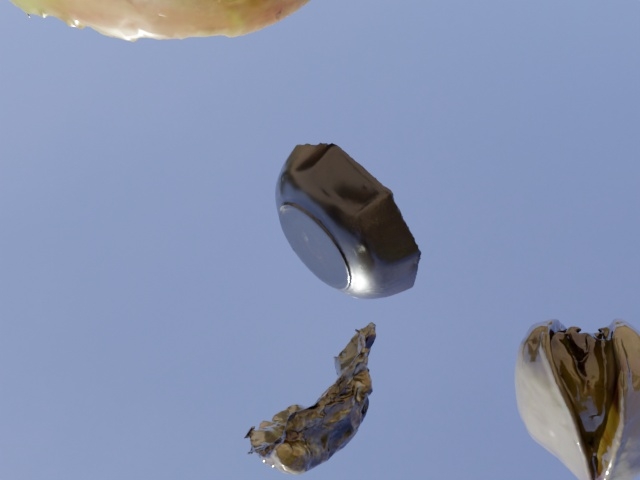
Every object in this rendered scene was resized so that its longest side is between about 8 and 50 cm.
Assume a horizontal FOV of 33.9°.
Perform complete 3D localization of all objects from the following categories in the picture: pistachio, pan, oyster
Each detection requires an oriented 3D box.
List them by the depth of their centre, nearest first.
[{"bbox_3d":[0.001,0.112,0.679,0.051,0.103,0.148,46,-146,9],"label":"oyster"},{"bbox_3d":[0.011,0.011,0.801,0.048,0.202,0.128,-37,-113,-20],"label":"pan"},{"bbox_3d":[0.226,0.134,0.868,0.129,0.206,0.131,-9,-121,16],"label":"pistachio"}]

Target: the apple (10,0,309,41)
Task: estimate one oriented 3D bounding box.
[{"bbox_3d":[-0.122,-0.321,0.853,0.309,0.314,0.252,14,-166,10],"label":"apple"}]
